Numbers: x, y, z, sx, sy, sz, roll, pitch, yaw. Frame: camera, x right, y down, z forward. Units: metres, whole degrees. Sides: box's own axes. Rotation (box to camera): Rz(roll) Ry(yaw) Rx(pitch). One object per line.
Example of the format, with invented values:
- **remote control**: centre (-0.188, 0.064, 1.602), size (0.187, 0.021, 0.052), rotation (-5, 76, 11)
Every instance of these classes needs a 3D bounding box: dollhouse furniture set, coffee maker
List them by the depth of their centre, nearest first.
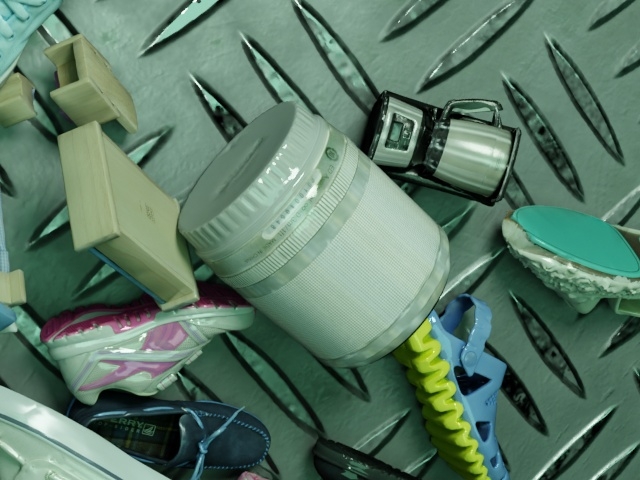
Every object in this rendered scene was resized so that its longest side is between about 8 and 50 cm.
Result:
- **dollhouse furniture set**: centre (-0.332, -0.016, 1.083), size (0.304, 0.286, 0.198), rotation (-21, 152, 9)
- **coffee maker**: centre (0.141, -0.107, 1.219), size (0.178, 0.171, 0.120), rotation (16, 68, -2)

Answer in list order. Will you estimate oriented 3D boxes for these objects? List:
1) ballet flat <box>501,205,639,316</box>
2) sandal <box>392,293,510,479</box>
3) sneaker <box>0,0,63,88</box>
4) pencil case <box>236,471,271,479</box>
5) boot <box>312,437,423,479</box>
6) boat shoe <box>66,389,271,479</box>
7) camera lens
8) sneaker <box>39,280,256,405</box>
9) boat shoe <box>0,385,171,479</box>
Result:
- **ballet flat**: centre (0.422, 0.051, 1.358), size (0.409, 0.147, 0.146), rotation (8, 97, -21)
- **sandal**: centre (0.200, 0.200, 1.305), size (0.138, 0.126, 0.317), rotation (-28, 110, -18)
- **sneaker**: centre (-0.321, -0.269, 0.974), size (0.135, 0.150, 0.365), rotation (36, 75, -16)
- **pencil case**: centre (-0.158, 0.470, 1.193), size (0.386, 0.167, 0.160), rotation (-46, 106, -4)
- **boot**: centre (0.053, 0.399, 1.298), size (0.247, 0.094, 0.207), rotation (31, 85, -29)
- **boat shoe**: centre (-0.181, 0.250, 1.186), size (0.258, 0.089, 0.108), rotation (8, 97, -21)
- **camera lens**: centre (0.000, 0.000, 1.136), size (0.274, 0.219, 0.219), rotation (42, 84, -22)
- **sneaker**: centre (-0.198, 0.123, 1.159), size (0.252, 0.103, 0.111), rotation (-12, 108, -12)
- **boat shoe**: centre (-0.303, 0.292, 1.079), size (0.367, 0.136, 0.156), rotation (35, 59, -13)
